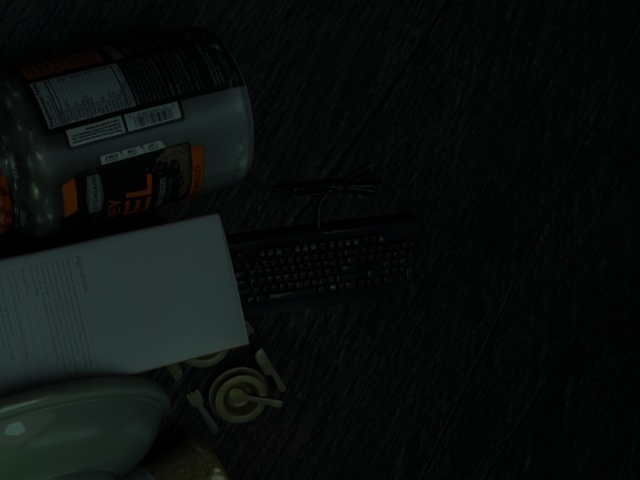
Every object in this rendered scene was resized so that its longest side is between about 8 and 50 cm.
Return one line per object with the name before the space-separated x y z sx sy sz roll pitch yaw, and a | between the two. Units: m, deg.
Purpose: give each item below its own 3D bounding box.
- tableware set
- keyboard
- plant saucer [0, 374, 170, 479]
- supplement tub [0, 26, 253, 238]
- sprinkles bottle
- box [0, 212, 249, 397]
tableware set | -0.133 0.178 1.859 0.128 0.039 0.194 -32 117 -5
keyboard | 0.000 0.000 1.901 0.317 0.033 0.201 -8 107 -27
plant saucer | -0.356 0.286 1.599 0.400 0.400 0.100 -12 68 -25
supplement tub | -0.266 -0.125 1.621 0.338 0.207 0.207 -17 111 -22
sprinkles bottle | -0.289 0.387 1.779 0.355 0.121 0.121 -27 115 -27
box | -0.295 0.088 1.639 0.345 0.215 0.168 -13 91 -24
